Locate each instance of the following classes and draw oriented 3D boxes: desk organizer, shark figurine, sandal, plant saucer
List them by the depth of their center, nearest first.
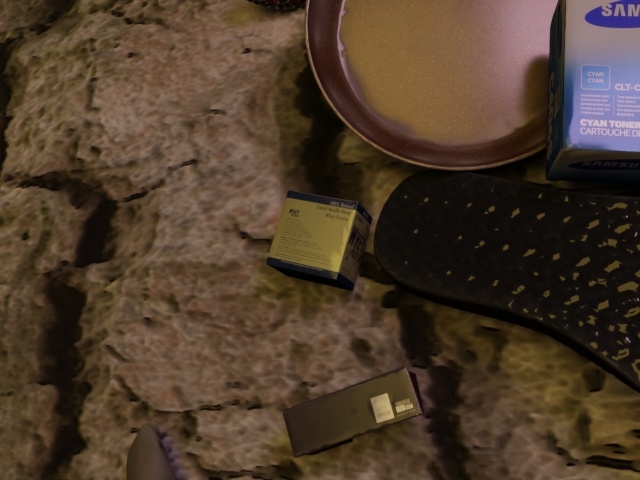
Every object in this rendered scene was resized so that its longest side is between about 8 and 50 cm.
[{"bbox_3d":[0.254,0.040,0.591,0.446,0.107,0.167,25,85,38],"label":"sandal"},{"bbox_3d":[-0.111,0.303,0.629,0.278,0.116,0.166,18,82,26],"label":"shark figurine"},{"bbox_3d":[0.035,0.167,0.648,0.130,0.050,0.047,-23,67,13],"label":"desk organizer"},{"bbox_3d":[0.140,-0.220,0.680,0.311,0.050,0.310,-1,85,8],"label":"plant saucer"}]

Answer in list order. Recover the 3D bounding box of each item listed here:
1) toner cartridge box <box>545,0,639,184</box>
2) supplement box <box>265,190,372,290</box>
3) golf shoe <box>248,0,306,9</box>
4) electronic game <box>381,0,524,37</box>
[{"bbox_3d":[0.377,-0.127,0.563,0.348,0.075,0.165,4,74,9],"label":"toner cartridge box"},{"bbox_3d":[0.000,0.000,0.709,0.083,0.056,0.083,11,78,23],"label":"supplement box"},{"bbox_3d":[-0.013,-0.339,0.817,0.186,0.067,0.086,-11,64,6],"label":"golf shoe"},{"bbox_3d":[0.148,-0.310,0.737,0.229,0.048,0.229,-1,84,8],"label":"electronic game"}]
